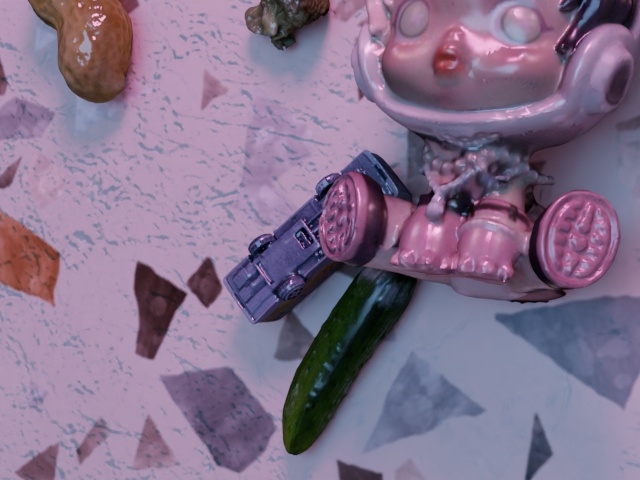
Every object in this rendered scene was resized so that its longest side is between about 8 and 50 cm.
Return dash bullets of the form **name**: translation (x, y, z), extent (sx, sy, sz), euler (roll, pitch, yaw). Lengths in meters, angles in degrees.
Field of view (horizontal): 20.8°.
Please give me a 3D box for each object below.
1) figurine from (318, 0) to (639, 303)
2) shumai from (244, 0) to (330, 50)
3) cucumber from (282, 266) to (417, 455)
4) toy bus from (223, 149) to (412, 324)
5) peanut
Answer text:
- **figurine**: translation (0.138, -0.128, 1.459), extent (0.253, 0.211, 0.361), euler (6, 91, 12)
- **shumai**: translation (-0.039, -0.224, 1.623), extent (0.080, 0.082, 0.083), euler (-19, 58, 23)
- **cucumber**: translation (0.029, 0.086, 1.582), extent (0.056, 0.056, 0.250), euler (38, 103, 22)
- **toy bus**: translation (0.000, 0.000, 1.587), extent (0.190, 0.075, 0.064), euler (-41, 70, 17)
- **peanut**: translation (-0.237, -0.225, 1.704), extent (0.089, 0.089, 0.192), euler (-26, 76, 20)
